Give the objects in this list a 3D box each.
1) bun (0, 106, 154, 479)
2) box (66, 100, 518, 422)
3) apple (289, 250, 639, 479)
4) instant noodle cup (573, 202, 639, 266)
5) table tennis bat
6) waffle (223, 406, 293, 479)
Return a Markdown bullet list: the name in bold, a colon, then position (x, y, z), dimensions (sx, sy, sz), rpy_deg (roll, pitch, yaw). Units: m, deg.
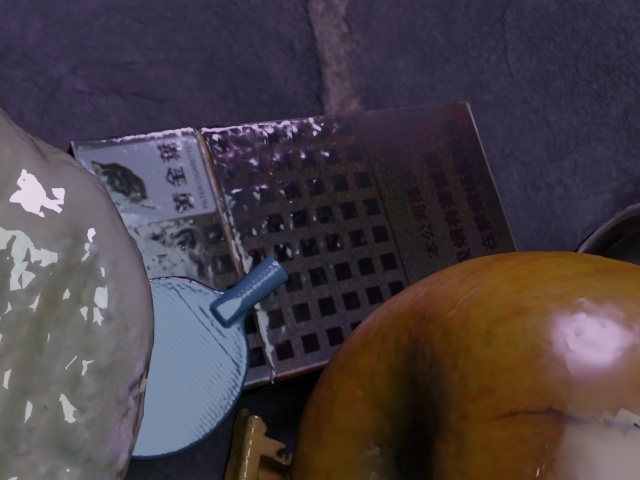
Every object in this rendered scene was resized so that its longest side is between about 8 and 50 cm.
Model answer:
- **bun**: position (-0.261, 0.064, 0.323), dimensions (0.365, 0.219, 0.365), rpy_deg (0, 90, -30)
- **box**: position (0.000, 0.001, 0.587), dimensions (0.324, 0.047, 0.180), rpy_deg (-11, 80, -31)
- **apple**: position (0.116, 0.141, 0.447), dimensions (0.233, 0.286, 0.286), rpy_deg (20, 65, -30)
- **instant noodle cup**: position (0.272, 0.084, 0.630), dimensions (0.174, 0.213, 0.213), rpy_deg (34, 60, -5)
- **table tennis bat**: position (-0.080, 0.061, 0.486), dimensions (0.155, 0.019, 0.100), rpy_deg (-41, 93, -26)
- **waffle**: position (0.019, 0.198, 0.547), dimensions (0.191, 0.032, 0.125), rpy_deg (24, 60, -23)
